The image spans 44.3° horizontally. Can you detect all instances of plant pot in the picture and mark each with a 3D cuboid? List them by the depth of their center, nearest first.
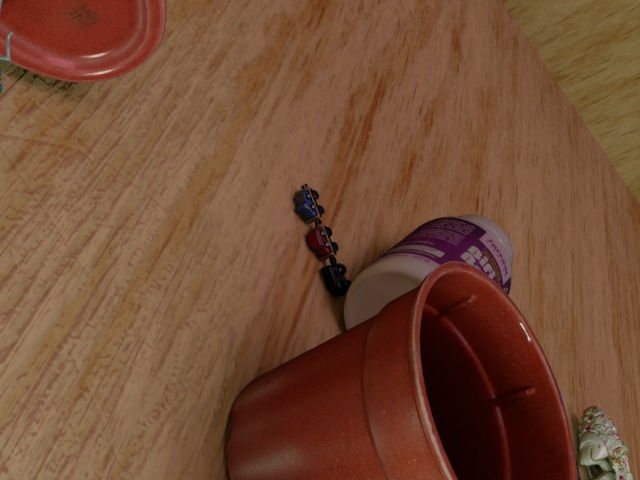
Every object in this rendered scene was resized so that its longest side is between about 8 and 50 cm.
[{"bbox_3d":[0.067,0.194,0.782,0.272,0.265,0.272,32,45,-38],"label":"plant pot"}]

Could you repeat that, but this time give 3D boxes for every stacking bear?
[{"bbox_3d":[-0.254,-0.316,0.789,0.164,0.176,0.288,51,19,-58],"label":"stacking bear"}]

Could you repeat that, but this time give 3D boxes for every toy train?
[{"bbox_3d":[0.000,0.000,1.037,0.036,0.027,0.158,-13,79,-45],"label":"toy train"}]

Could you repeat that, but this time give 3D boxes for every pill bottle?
[{"bbox_3d":[0.168,0.062,1.094,0.169,0.169,0.301,62,34,-3],"label":"pill bottle"}]

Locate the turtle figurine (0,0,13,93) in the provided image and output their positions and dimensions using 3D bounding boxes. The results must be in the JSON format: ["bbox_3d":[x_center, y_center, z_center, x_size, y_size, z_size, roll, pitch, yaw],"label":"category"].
[{"bbox_3d":[-0.331,-0.149,0.602,0.175,0.118,0.234,33,58,-17],"label":"turtle figurine"}]

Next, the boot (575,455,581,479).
[{"bbox_3d":[0.206,0.346,0.907,0.118,0.223,0.338,-9,76,-56],"label":"boot"}]

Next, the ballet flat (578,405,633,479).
[{"bbox_3d":[0.513,0.417,1.415,0.077,0.091,0.240,1,62,-30],"label":"ballet flat"}]

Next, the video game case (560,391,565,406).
[{"bbox_3d":[0.365,0.303,1.335,0.193,0.023,0.212,44,39,-27],"label":"video game case"}]
